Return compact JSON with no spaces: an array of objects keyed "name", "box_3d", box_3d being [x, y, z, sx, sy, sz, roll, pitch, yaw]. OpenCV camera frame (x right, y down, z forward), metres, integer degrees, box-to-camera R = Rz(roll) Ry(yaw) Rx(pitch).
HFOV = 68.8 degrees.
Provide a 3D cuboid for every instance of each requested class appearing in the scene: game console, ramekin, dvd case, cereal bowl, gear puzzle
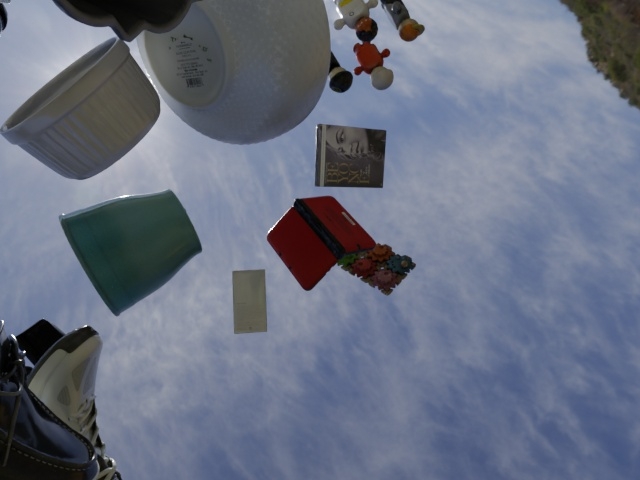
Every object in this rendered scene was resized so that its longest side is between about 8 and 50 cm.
[{"name":"game console","box_3d":[-0.729,0.346,1.173,0.213,0.043,0.361,56,-169,-11]},{"name":"game console","box_3d":[0.000,0.000,0.796,0.124,0.085,0.144,-10,-133,-38]},{"name":"ramekin","box_3d":[-0.329,-0.182,0.668,0.207,0.109,0.207,-22,-140,20]},{"name":"dvd case","box_3d":[0.086,-0.229,1.289,0.221,0.165,0.018,-2,-170,-29]},{"name":"cereal bowl","box_3d":[-0.161,-0.301,0.718,0.338,0.339,0.141,31,-139,12]},{"name":"gear puzzle","box_3d":[0.132,0.037,1.510,0.338,0.044,0.175,30,-125,31]}]

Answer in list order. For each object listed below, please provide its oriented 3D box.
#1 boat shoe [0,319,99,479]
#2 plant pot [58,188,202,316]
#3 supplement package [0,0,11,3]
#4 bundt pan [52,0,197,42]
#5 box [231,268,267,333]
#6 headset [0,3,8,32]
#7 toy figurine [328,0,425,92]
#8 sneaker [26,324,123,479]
[{"name":"boat shoe","box_3d":[-0.495,0.203,0.662,0.156,0.186,0.500,-44,-66,-13]},{"name":"plant pot","box_3d":[-0.443,0.004,1.145,0.255,0.272,0.272,-29,-118,-19]},{"name":"supplement package","box_3d":[-0.414,-0.381,0.483,0.149,0.194,0.203,23,-163,-20]},{"name":"bundt pan","box_3d":[-0.177,-0.333,0.340,0.124,0.331,0.331,19,-134,9]},{"name":"box","box_3d":[-0.201,0.169,1.310,0.090,0.130,0.171,-1,-96,-11]},{"name":"headset","box_3d":[-0.804,-0.502,1.013,0.185,0.395,0.243,15,-156,-29]},{"name":"toy figurine","box_3d":[0.106,-0.454,1.076,0.212,0.209,0.148,-12,-113,-35]},{"name":"sneaker","box_3d":[-0.456,0.402,0.933,0.257,0.448,0.169,25,-166,6]}]
